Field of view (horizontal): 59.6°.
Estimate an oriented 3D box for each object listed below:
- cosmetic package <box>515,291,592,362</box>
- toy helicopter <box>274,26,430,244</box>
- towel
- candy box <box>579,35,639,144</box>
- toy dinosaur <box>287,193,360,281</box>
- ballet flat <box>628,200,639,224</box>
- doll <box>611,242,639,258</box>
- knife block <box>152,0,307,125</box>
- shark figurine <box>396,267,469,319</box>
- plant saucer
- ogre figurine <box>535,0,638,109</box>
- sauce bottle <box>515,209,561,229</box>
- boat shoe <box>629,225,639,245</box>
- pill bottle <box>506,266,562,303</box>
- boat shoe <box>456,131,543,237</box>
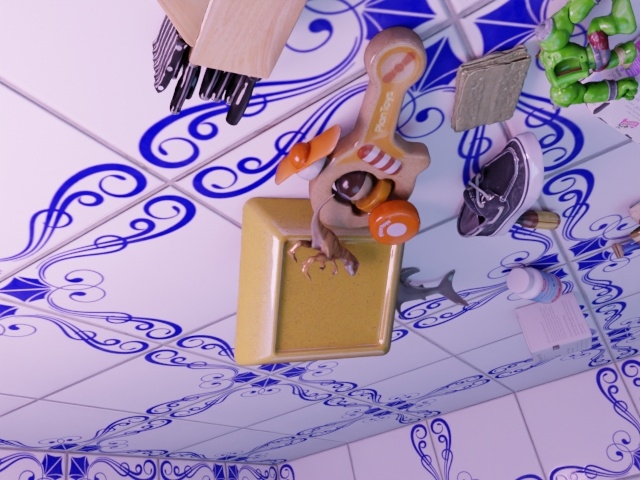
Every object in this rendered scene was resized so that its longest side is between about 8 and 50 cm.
[{"bbox_3d":[0.736,0.279,1.770,0.184,0.151,0.151,-21,148,15],"label":"cosmetic package"},{"bbox_3d":[0.060,-0.152,0.844,0.235,0.140,0.355,4,137,-9],"label":"toy helicopter"},{"bbox_3d":[0.254,-0.226,0.850,0.110,0.027,0.148,-13,149,0],"label":"towel"},{"bbox_3d":[0.530,-0.253,0.863,0.165,0.070,0.196,13,141,-37],"label":"candy box"},{"bbox_3d":[0.000,0.000,0.932,0.112,0.064,0.211,-38,143,-2],"label":"toy dinosaur"},{"bbox_3d":[0.773,-0.093,1.248,0.057,0.052,0.168,6,145,-29],"label":"ballet flat"},{"bbox_3d":[0.853,-0.006,1.426,0.189,0.046,0.129,-23,169,14],"label":"doll"},{"bbox_3d":[-0.077,-0.247,0.630,0.276,0.088,0.242,-19,150,11],"label":"knife block"},{"bbox_3d":[0.222,0.141,1.387,0.278,0.116,0.166,15,142,-36],"label":"shark figurine"},{"bbox_3d":[0.017,0.091,1.052,0.333,0.081,0.332,0,105,-20],"label":"plant saucer"},{"bbox_3d":[0.363,-0.259,0.763,0.118,0.096,0.197,-22,149,14],"label":"ogre figurine"},{"bbox_3d":[0.465,-0.047,1.224,0.128,0.042,0.042,5,146,-24],"label":"sauce bottle"},{"bbox_3d":[0.791,-0.014,1.308,0.224,0.073,0.080,-14,165,-44],"label":"boat shoe"},{"bbox_3d":[0.572,0.119,1.501,0.160,0.087,0.087,13,141,-38],"label":"pill bottle"},{"bbox_3d":[0.320,-0.089,1.043,0.102,0.108,0.301,-11,157,-5],"label":"boat shoe"}]
